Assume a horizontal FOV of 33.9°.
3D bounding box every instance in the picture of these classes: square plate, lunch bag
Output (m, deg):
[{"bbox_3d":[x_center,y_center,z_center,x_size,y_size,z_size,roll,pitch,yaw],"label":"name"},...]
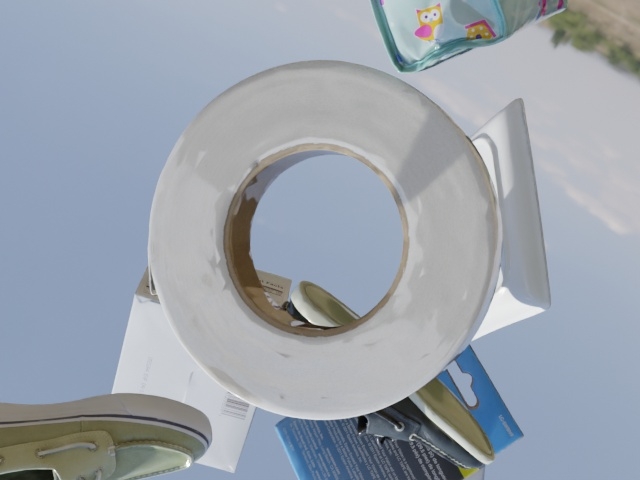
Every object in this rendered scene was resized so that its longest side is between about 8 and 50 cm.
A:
[{"bbox_3d":[0.257,-0.017,1.755,0.049,0.344,0.347,2,163,-20],"label":"square plate"},{"bbox_3d":[0.131,-0.330,1.115,0.223,0.160,0.262,-36,-74,-55],"label":"lunch bag"}]

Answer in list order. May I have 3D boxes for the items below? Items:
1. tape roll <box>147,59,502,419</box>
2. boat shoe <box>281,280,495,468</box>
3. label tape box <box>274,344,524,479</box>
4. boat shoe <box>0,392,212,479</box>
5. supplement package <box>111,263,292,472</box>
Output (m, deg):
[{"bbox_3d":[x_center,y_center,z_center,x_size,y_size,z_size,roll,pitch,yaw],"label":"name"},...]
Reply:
[{"bbox_3d":[0.000,0.000,1.144,0.392,0.392,0.072,34,-170,15],"label":"tape roll"},{"bbox_3d":[0.070,0.198,1.340,0.340,0.113,0.127,39,-165,-14],"label":"boat shoe"},{"bbox_3d":[0.125,0.294,1.565,0.106,0.334,0.240,36,-158,-54],"label":"label tape box"},{"bbox_3d":[-0.254,0.218,1.038,0.302,0.109,0.094,1,-133,-19],"label":"boat shoe"},{"bbox_3d":[-0.176,0.168,1.502,0.204,0.261,0.145,16,-149,-4],"label":"supplement package"}]
